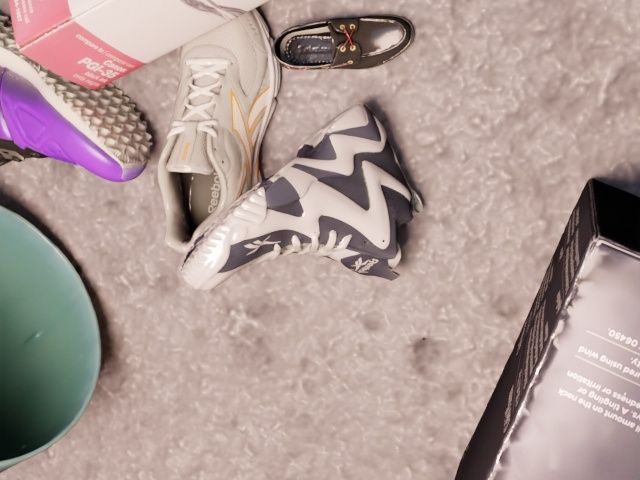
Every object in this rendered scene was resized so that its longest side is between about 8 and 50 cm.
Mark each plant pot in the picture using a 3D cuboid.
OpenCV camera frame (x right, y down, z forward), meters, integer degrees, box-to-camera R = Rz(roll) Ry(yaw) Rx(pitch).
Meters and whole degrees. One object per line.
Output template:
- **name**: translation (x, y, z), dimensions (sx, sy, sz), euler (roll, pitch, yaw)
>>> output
- **plant pot**: translation (-0.411, 0.130, 0.904), dimensions (0.235, 0.293, 0.293), euler (-37, 88, 33)

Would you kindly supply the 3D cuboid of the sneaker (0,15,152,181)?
- **sneaker**: translation (-0.307, -0.123, 0.925), dimensions (0.293, 0.102, 0.146), euler (36, 111, 13)

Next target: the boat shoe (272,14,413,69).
- **boat shoe**: translation (0.020, -0.184, 0.841), dimensions (0.133, 0.042, 0.048), euler (-5, 96, 16)

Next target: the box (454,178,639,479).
- **box**: translation (0.222, 0.143, 0.677), dimensions (0.179, 0.343, 0.312), euler (24, 106, 11)

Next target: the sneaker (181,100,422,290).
- **sneaker**: translation (0.000, 0.000, 0.815), dimensions (0.153, 0.235, 0.094), euler (50, 153, -8)

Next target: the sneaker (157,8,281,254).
- **sneaker**: translation (-0.102, -0.108, 0.847), dimensions (0.099, 0.121, 0.262), euler (3, 99, 17)

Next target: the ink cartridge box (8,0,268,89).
- **ink cartridge box**: translation (-0.140, -0.291, 0.798), dimensions (0.283, 0.117, 0.207), euler (-21, 71, 19)
